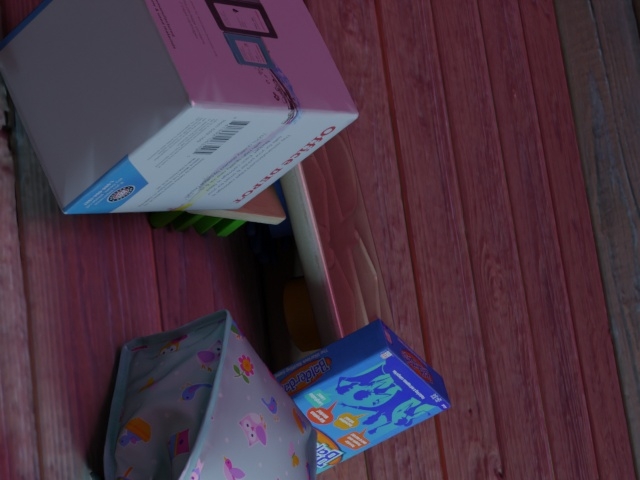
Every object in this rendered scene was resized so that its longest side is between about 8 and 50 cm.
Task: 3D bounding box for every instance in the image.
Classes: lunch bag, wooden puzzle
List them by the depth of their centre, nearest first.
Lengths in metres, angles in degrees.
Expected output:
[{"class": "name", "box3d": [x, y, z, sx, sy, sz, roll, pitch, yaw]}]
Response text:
[{"class": "lunch bag", "box3d": [-0.111, 0.243, 1.651, 0.223, 0.160, 0.262, 55, 27, -37]}, {"class": "wooden puzzle", "box3d": [0.000, 0.000, 2.047, 0.348, 0.081, 0.322, -43, 120, -75]}]

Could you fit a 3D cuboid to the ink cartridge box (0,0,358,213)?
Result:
[{"class": "ink cartridge box", "box3d": [-0.141, -0.158, 1.664, 0.270, 0.198, 0.197, -2, 61, -54]}]

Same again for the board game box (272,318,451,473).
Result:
[{"class": "board game box", "box3d": [0.019, 0.185, 1.874, 0.160, 0.210, 0.047, 43, 25, -47]}]

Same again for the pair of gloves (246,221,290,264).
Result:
[{"class": "pair of gloves", "box3d": [-0.092, -0.064, 2.005, 0.198, 0.023, 0.159, 44, 41, -45]}]

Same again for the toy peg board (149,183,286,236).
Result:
[{"class": "toy peg board", "box3d": [-0.141, -0.081, 1.859, 0.161, 0.079, 0.160, 8, 54, -53]}]
